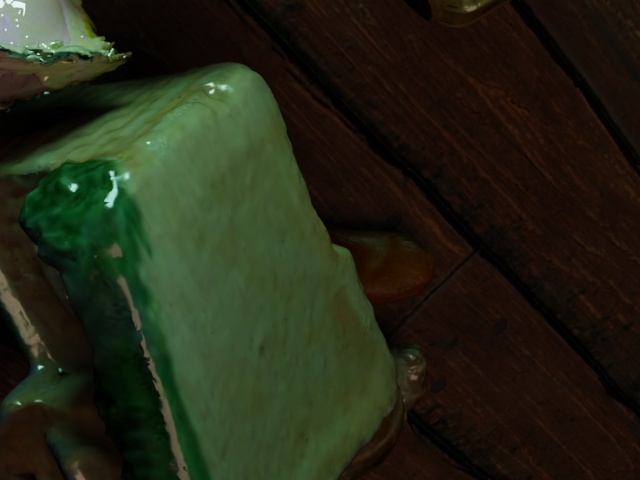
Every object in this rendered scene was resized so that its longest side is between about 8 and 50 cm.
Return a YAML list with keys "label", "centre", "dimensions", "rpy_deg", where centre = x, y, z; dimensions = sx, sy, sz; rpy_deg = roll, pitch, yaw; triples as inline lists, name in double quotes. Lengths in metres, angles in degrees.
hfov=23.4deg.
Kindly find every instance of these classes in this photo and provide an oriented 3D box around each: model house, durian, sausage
- label: "model house"
  centre: [-0.182, 0.071, 1.336]
  dimensions: [0.334, 0.343, 0.382]
  rpy_deg: [-45, 123, -48]
- label: "durian"
  centre: [-0.336, -0.161, 1.218]
  dimensions: [0.305, 0.185, 0.195]
  rpy_deg: [0, 148, -39]
- label: "sausage"
  centre: [-0.002, 0.004, 1.581]
  dimensions: [0.302, 0.076, 0.103]
  rpy_deg: [26, 107, -41]

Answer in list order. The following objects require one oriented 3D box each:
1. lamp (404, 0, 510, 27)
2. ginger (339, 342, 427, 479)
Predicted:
- label: "lamp"
  centre: [0.145, -0.292, 1.409]
  dimensions: [0.185, 0.161, 0.161]
  rpy_deg: [-35, 133, -3]
- label: "ginger"
  centre: [-0.037, 0.221, 1.644]
  dimensions: [0.375, 0.176, 0.256]
  rpy_deg: [-33, 148, -16]
